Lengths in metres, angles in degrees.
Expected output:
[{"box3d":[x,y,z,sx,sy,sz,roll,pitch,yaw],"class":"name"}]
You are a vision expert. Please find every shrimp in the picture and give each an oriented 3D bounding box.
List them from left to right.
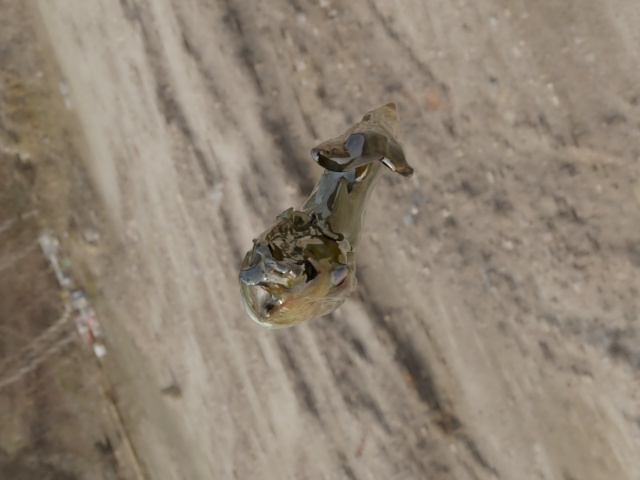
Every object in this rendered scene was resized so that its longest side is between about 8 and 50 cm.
[{"box3d":[0.009,-0.014,0.689,0.059,0.145,0.254,33,173,2],"class":"shrimp"}]
